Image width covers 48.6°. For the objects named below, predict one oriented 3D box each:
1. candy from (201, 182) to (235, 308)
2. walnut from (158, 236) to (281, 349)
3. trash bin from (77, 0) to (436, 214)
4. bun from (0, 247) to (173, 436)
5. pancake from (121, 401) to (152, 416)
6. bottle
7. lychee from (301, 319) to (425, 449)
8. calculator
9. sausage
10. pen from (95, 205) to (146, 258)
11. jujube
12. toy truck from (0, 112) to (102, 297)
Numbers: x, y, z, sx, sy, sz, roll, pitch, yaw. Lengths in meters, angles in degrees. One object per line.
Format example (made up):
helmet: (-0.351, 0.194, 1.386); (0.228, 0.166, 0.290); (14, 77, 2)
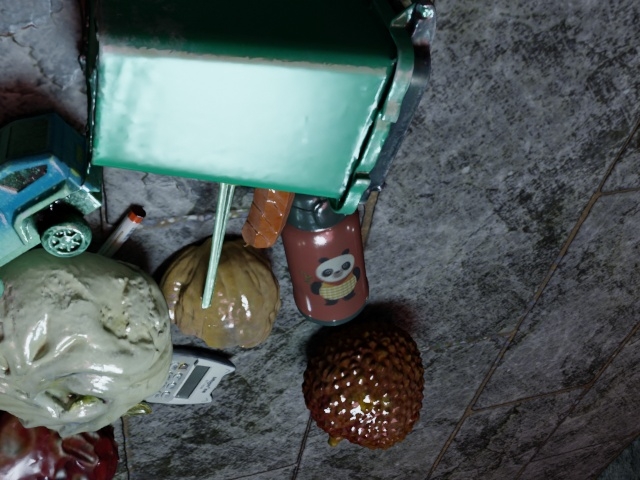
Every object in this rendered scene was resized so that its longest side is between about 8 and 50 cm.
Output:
candy: (-0.155, -0.028, 1.095); (0.093, 0.092, 0.336); (-41, 151, -57)
walnut: (-0.161, 0.106, 1.259); (0.238, 0.141, 0.204); (20, 119, -37)
trash bin: (-0.081, -0.208, 0.841); (0.381, 0.259, 0.295); (0, 137, -22)
bun: (-0.402, 0.179, 1.135); (0.359, 0.211, 0.360); (-6, 141, -5)
pancake: (-0.409, 0.358, 1.503); (0.108, 0.017, 0.108); (-3, 154, -1)
bottle: (0.000, 0.000, 1.216); (0.144, 0.144, 0.336); (-18, 139, -6)
lychee: (0.095, 0.317, 1.533); (0.275, 0.275, 0.304); (21, 98, -42)
calculator: (-0.321, 0.282, 1.463); (0.268, 0.040, 0.177); (11, 130, -35)
sausage: (-0.079, -0.047, 1.074); (0.065, 0.065, 0.169); (-4, 141, -22)
pen: (-0.353, 0.022, 1.156); (0.026, 0.026, 0.218); (20, 126, -41)
jujube: (-0.545, 0.393, 1.327); (0.258, 0.258, 0.376); (-31, 155, 10)
toy truck: (-0.423, -0.041, 0.950); (0.278, 0.155, 0.156); (-29, 132, 8)
